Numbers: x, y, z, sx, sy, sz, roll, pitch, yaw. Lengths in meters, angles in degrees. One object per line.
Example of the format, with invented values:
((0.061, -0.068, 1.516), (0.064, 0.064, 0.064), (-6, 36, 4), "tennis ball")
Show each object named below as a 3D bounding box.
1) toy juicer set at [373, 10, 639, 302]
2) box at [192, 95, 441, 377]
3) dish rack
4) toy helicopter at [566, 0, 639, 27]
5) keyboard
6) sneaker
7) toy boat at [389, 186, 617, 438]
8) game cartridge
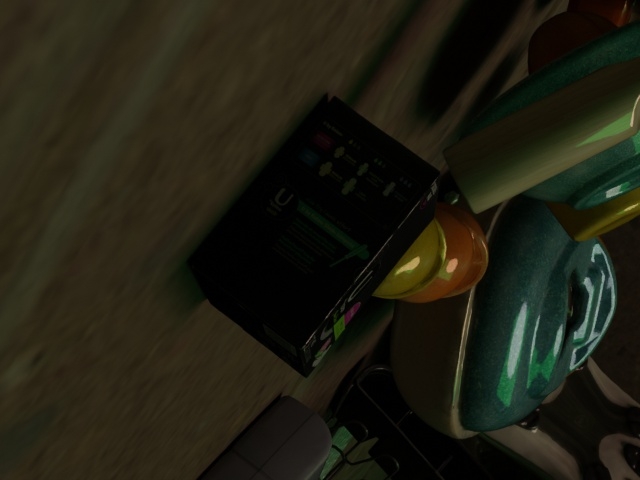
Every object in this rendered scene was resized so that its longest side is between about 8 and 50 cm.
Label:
((0.097, -0.053, 0.603), (0.209, 0.089, 0.329), (-23, 169, -10), "toy juicer set")
((0.000, 0.000, 0.480), (0.083, 0.052, 0.062), (-51, 170, -12), "box")
((0.024, 0.253, 0.985), (0.271, 0.208, 0.074), (-42, 180, -37), "dish rack")
((0.262, -0.256, 0.676), (0.355, 0.140, 0.235), (-59, 164, -27), "toy helicopter")
((0.009, 0.204, 1.229), (0.256, 0.014, 0.072), (-59, 167, 27), "keyboard")
((0.212, 0.209, 1.110), (0.158, 0.410, 0.182), (-34, 169, -32), "sneaker")
((0.141, 0.101, 0.905), (0.267, 0.148, 0.318), (-30, 130, -62), "toy boat")
((-0.101, 0.235, 0.790), (0.294, 0.060, 0.196), (-47, 163, -28), "game cartridge")
